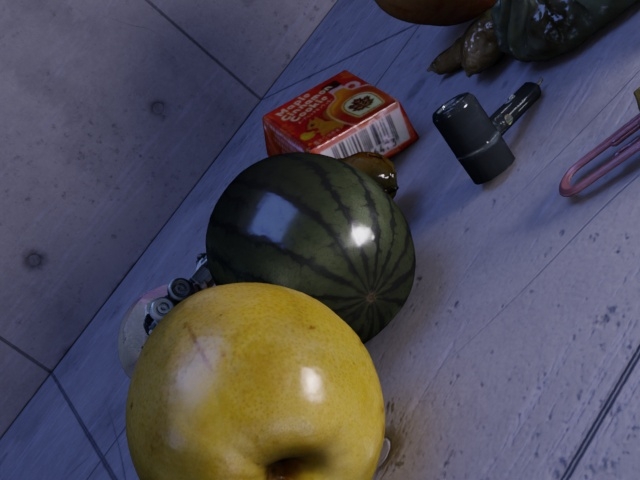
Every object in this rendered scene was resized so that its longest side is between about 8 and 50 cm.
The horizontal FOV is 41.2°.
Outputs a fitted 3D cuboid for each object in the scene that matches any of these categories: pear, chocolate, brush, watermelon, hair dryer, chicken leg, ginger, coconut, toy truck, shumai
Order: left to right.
[{"bbox_3d":[-0.261,0.186,1.592,0.227,0.227,0.230,-60,14,-27],"label":"coconut"},{"bbox_3d":[-0.198,0.110,1.458,0.270,0.135,0.114,-53,1,-31],"label":"toy truck"},{"bbox_3d":[-0.074,0.196,0.983,0.314,0.314,0.314,-44,18,19],"label":"pear"},{"bbox_3d":[-0.023,0.012,1.235,0.279,0.279,0.359,-53,41,-8],"label":"watermelon"},{"bbox_3d":[0.000,-0.014,1.494,0.361,0.140,0.211,-51,5,21],"label":"chicken leg"},{"bbox_3d":[0.027,-0.217,1.663,0.237,0.108,0.235,-32,39,-12],"label":"chocolate"},{"bbox_3d":[0.281,-0.357,1.617,0.131,0.086,0.294,-64,11,-7],"label":"ginger"},{"bbox_3d":[0.269,-0.192,1.271,0.219,0.124,0.071,-41,14,-28],"label":"hair dryer"},{"bbox_3d":[0.356,-0.464,1.336,0.309,0.263,0.304,-51,15,-2],"label":"shumai"},{"bbox_3d":[0.365,-0.126,0.980,0.233,0.047,0.103,-39,21,34],"label":"brush"}]

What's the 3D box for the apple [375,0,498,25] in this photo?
[{"bbox_3d":[0.256,-0.637,1.768,0.391,0.391,0.346,-63,3,-36],"label":"apple"}]
